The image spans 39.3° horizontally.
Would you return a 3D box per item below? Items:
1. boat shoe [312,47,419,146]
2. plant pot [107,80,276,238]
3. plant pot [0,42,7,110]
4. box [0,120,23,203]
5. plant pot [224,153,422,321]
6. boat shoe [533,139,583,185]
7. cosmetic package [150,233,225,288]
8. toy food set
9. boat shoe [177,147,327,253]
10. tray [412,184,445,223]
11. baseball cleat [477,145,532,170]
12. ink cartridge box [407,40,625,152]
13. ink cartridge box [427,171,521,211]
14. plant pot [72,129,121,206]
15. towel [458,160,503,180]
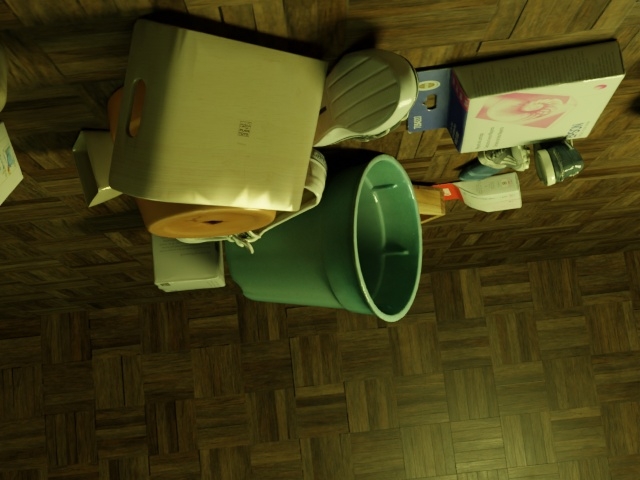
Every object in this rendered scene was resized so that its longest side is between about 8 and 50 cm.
[{"bbox_3d":[0.076,-0.216,1.351,0.119,0.121,0.335,-10,-178,-22],"label":"boat shoe"},{"bbox_3d":[-0.180,-0.121,1.402,0.290,0.204,0.291,-6,170,-1],"label":"plant pot"},{"bbox_3d":[-0.544,-0.101,1.091,0.323,0.281,0.323,-7,168,-1],"label":"plant pot"},{"bbox_3d":[-0.548,-0.091,1.348,0.114,0.103,0.203,-8,-153,7],"label":"box"},{"bbox_3d":[0.000,0.000,1.908,0.334,0.341,0.341,-2,173,29],"label":"plant pot"},{"bbox_3d":[0.454,-0.164,1.727,0.079,0.095,0.254,-13,-173,11],"label":"boat shoe"},{"bbox_3d":[-0.311,0.017,2.103,0.151,0.184,0.151,-6,170,-1],"label":"cosmetic package"},{"bbox_3d":[-0.129,-0.162,1.221,0.306,0.220,0.092,2,-165,-42],"label":"toy food set"},{"bbox_3d":[-0.150,-0.046,1.752,0.367,0.157,0.136,-19,132,22],"label":"boat shoe"},{"bbox_3d":[0.104,-0.057,2.236,0.202,0.076,0.411,4,165,-30],"label":"tray"},{"bbox_3d":[0.364,-0.177,1.784,0.109,0.072,0.206,1,166,16],"label":"baseball cleat"},{"bbox_3d":[0.312,-0.224,1.515,0.330,0.072,0.324,-9,170,6],"label":"ink cartridge box"},{"bbox_3d":[0.375,-0.106,2.211,0.232,0.066,0.189,-13,168,12],"label":"ink cartridge box"},{"bbox_3d":[-0.358,-0.130,1.539,0.096,0.109,0.109,-14,174,-27],"label":"plant pot"},{"bbox_3d":[0.359,-0.160,1.981,0.067,0.029,0.119,-2,169,-24],"label":"towel"}]
